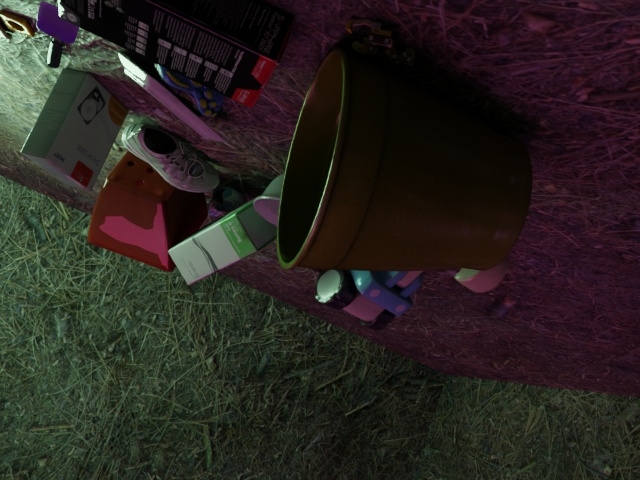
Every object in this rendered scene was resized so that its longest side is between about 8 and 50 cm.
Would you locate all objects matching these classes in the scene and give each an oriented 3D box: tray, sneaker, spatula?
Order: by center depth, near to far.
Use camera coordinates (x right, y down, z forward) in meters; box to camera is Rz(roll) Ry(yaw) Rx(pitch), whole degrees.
[{"bbox_3d":[-0.266,-0.318,1.596,0.078,0.067,0.188,37,-179,40],"label":"sneaker"},{"bbox_3d":[-0.563,-0.423,1.664,0.084,0.030,0.296,23,166,-16],"label":"spatula"},{"bbox_3d":[-0.323,-0.298,1.685,0.145,0.030,0.270,40,180,38],"label":"tray"},{"bbox_3d":[-0.383,-0.212,2.045,0.281,0.105,0.115,29,164,-26],"label":"sneaker"},{"bbox_3d":[-0.294,-0.121,2.326,0.086,0.085,0.237,44,159,-20],"label":"sneaker"}]

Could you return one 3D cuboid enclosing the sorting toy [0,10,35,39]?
[{"bbox_3d":[-0.788,-0.496,1.683,0.348,0.047,0.196,17,166,13],"label":"sorting toy"}]

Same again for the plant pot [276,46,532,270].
[{"bbox_3d":[0.145,-0.098,1.311,0.353,0.366,0.366,12,168,-13],"label":"plant pot"}]

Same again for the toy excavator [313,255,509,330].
[{"bbox_3d":[0.211,0.047,1.986,0.222,0.445,0.432,31,-156,-38],"label":"toy excavator"}]

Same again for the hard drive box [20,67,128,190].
[{"bbox_3d":[-0.586,-0.264,1.882,0.089,0.232,0.181,15,165,24],"label":"hard drive box"}]

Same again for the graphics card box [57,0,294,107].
[{"bbox_3d":[-0.245,-0.366,1.291,0.371,0.094,0.233,23,166,-11],"label":"graphics card box"}]

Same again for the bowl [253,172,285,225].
[{"bbox_3d":[-0.001,-0.092,1.885,0.298,0.134,0.298,19,165,5],"label":"bowl"}]

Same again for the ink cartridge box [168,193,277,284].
[{"bbox_3d":[-0.244,-0.009,2.143,0.289,0.211,0.121,-25,99,35],"label":"ink cartridge box"}]

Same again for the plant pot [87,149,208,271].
[{"bbox_3d":[-0.486,-0.117,2.218,0.268,0.267,0.235,19,137,6],"label":"plant pot"}]

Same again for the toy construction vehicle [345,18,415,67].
[{"bbox_3d":[0.093,-0.301,1.183,0.098,0.035,0.086,18,177,22],"label":"toy construction vehicle"}]
